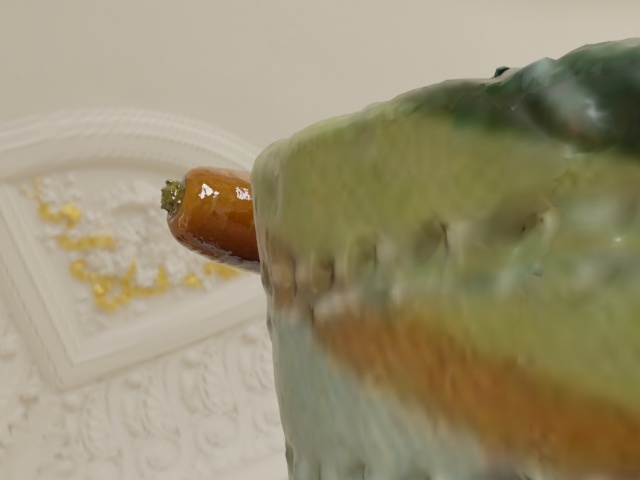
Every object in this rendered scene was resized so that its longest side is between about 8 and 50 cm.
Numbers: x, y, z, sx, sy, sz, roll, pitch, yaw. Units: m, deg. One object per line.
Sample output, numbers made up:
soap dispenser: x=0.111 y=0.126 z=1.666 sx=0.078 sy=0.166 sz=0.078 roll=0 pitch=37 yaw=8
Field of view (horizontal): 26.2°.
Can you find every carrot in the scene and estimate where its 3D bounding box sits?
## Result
carrot: x=0.000 y=0.000 z=0.917 sx=0.225 sy=0.067 sz=0.067 roll=15 pitch=-61 yaw=-22

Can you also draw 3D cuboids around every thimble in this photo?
thimble: x=0.114 y=0.027 z=0.451 sx=0.254 sy=0.288 sz=0.167 roll=-2 pitch=-93 yaw=-50
